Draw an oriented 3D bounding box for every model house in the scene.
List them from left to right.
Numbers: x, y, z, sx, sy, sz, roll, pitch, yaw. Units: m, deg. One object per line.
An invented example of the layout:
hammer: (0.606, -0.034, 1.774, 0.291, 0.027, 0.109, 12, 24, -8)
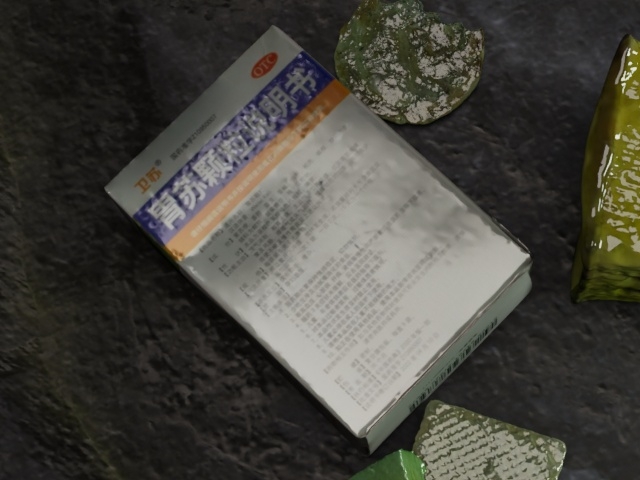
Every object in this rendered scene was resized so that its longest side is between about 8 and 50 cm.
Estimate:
model house: (0.322, -0.038, 1.177, 0.234, 0.175, 0.193, 8, 75, 11)

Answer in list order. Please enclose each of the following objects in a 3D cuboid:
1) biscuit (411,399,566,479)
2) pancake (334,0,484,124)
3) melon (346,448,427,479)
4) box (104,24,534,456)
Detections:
biscuit: (0.110, 0.236, 1.194, 0.121, 0.040, 0.199, 18, 78, 9)
pancake: (0.074, -0.156, 1.315, 0.129, 0.022, 0.116, 29, 82, 12)
melon: (0.006, 0.279, 1.176, 0.114, 0.053, 0.262, 45, 100, 17)
box: (0.000, 0.000, 1.237, 0.200, 0.106, 0.299, -45, 74, -7)
